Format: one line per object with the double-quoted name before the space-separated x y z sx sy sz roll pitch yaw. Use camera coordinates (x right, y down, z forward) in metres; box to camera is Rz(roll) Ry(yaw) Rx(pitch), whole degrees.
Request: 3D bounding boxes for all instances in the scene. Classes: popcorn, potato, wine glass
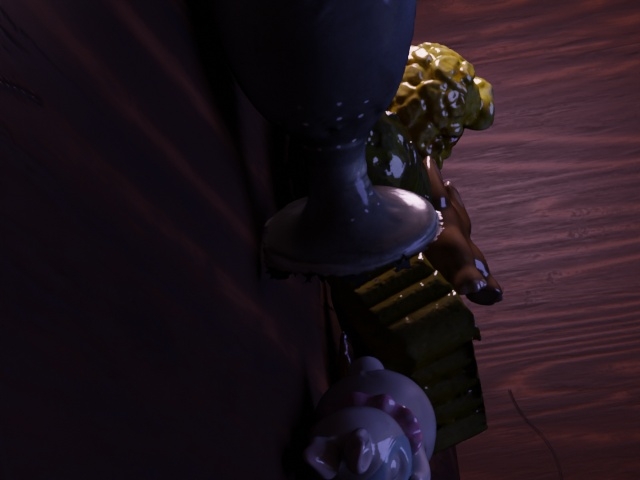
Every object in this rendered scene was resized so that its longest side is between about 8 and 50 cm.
"popcorn" 0.166 -0.214 2.286 0.235 0.216 0.181 -62 -143 27
"potato" 0.043 -0.068 1.500 0.298 0.141 0.176 46 23 -76
"wine glass" 0.001 -0.153 1.196 0.190 0.190 0.357 -82 166 -65

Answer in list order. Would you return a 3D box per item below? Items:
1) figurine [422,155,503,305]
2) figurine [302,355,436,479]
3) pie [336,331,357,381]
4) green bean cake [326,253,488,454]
"figurine" 0.129 0.007 1.968 0.247 0.173 0.177 67 14 18
"figurine" 0.041 0.215 1.303 0.235 0.127 0.155 -47 138 -74
"pie" 0.036 0.169 1.602 0.170 0.034 0.092 70 16 -72
"green bean cake" 0.099 0.120 1.677 0.233 0.124 0.236 -124 -166 -46
